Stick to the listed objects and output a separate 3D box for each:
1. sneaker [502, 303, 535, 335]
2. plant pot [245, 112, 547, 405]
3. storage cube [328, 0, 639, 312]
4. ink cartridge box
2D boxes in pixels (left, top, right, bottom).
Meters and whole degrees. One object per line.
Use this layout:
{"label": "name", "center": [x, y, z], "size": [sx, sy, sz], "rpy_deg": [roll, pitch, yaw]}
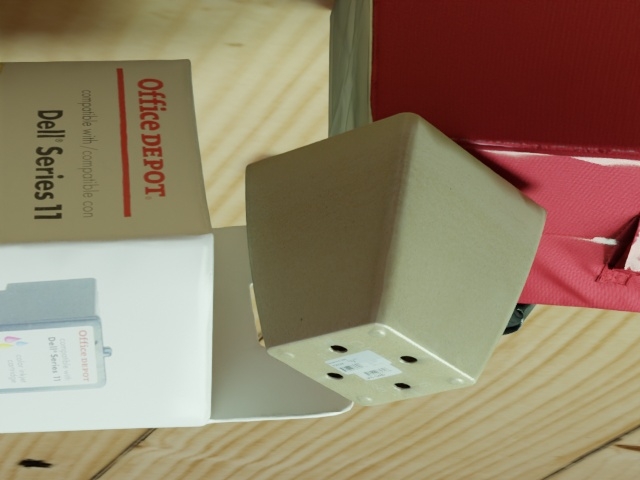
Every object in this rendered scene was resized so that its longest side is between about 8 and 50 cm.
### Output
{"label": "sneaker", "center": [0.117, 0.053, 1.378], "size": [0.106, 0.078, 0.234], "rpy_deg": [1, 152, -6]}
{"label": "plant pot", "center": [0.030, 0.018, 0.832], "size": [0.109, 0.096, 0.109], "rpy_deg": [-16, 145, 40]}
{"label": "storage cube", "center": [0.108, -0.084, 0.939], "size": [0.193, 0.215, 0.184], "rpy_deg": [5, 154, -5]}
{"label": "ink cartridge box", "center": [-0.164, -0.003, 0.912], "size": [0.353, 0.207, 0.119], "rpy_deg": [-1, 121, -8]}
